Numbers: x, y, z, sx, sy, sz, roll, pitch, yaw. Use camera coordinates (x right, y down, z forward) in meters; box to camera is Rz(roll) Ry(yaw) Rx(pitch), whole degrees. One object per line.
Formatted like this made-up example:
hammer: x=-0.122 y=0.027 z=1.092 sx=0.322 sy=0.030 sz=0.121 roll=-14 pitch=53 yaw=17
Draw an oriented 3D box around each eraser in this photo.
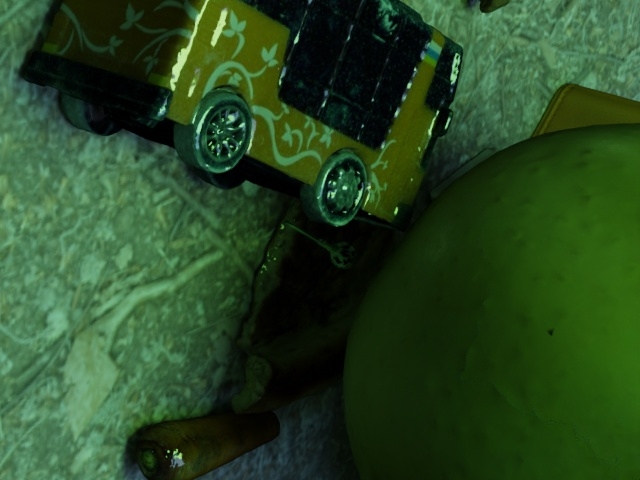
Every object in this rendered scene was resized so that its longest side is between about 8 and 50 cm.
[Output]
eraser: x=0.161 y=-0.052 z=1.687 sx=0.105 sy=0.065 sz=0.026 roll=-35 pitch=129 yaw=-34

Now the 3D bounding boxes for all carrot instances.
carrot: x=-0.097 y=0.175 z=1.497 sx=0.161 sy=0.055 sz=0.055 roll=-10 pitch=114 yaw=-56

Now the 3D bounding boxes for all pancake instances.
pancake: x=0.024 y=0.053 z=1.576 sx=0.212 sy=0.056 sz=0.257 roll=24 pitch=88 yaw=-49

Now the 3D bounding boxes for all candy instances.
candy: x=0.000 y=0.000 z=1.500 sx=0.083 sy=0.023 sz=0.025 roll=32 pitch=81 yaw=-30

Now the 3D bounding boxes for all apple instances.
apple: x=0.259 y=0.131 z=1.409 sx=0.474 sy=0.474 sz=0.473 roll=-24 pitch=124 yaw=-42

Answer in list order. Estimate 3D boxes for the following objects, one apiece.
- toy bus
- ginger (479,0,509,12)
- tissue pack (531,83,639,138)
toy bus: x=-0.045 y=-0.133 z=1.329 sx=0.323 sy=0.162 sz=0.194 roll=23 pitch=87 yaw=-51
ginger: x=0.119 y=-0.286 z=1.514 sx=0.290 sy=0.084 sz=0.122 roll=30 pitch=76 yaw=-52
tissue pack: x=0.341 y=-0.027 z=1.747 sx=0.145 sy=0.275 sz=0.194 roll=40 pitch=75 yaw=-49
